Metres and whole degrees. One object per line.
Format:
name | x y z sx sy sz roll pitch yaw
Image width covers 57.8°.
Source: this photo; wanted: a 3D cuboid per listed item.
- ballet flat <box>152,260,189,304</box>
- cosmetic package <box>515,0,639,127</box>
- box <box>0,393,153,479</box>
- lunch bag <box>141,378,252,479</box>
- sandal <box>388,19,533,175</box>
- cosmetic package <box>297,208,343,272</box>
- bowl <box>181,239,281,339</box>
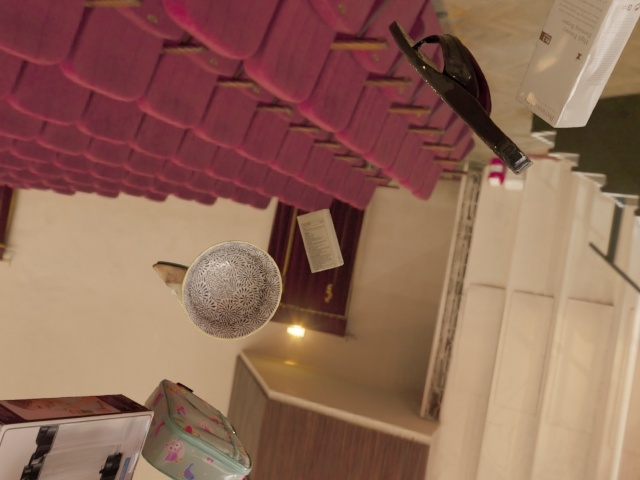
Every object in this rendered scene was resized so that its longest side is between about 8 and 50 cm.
ballet flat | -0.300 0.126 1.485 0.316 0.106 0.107 9 162 15
cosmetic package | 0.438 -0.322 0.997 0.086 0.231 0.117 -8 -139 -24
box | -0.410 0.336 0.894 0.087 0.169 0.290 16 175 29
lunch bag | -0.261 0.409 1.209 0.224 0.107 0.279 37 175 -20
sandal | 0.304 -0.322 1.206 0.445 0.107 0.168 55 -159 24
cosmetic package | 0.000 0.000 1.130 0.060 0.115 0.041 -14 180 16
bowl | -0.159 0.077 0.994 0.170 0.170 0.080 11 -175 -24
